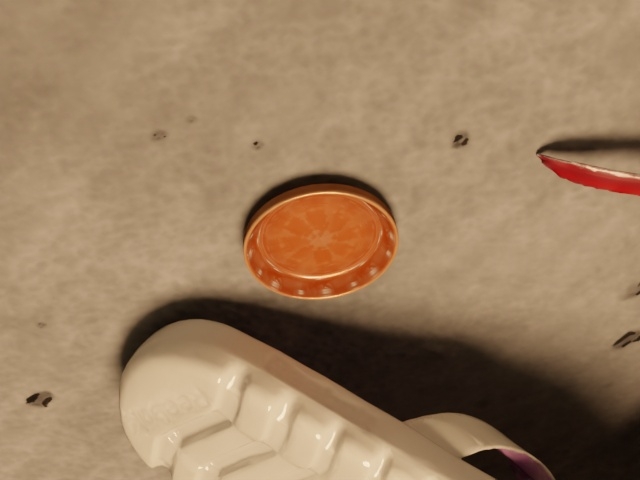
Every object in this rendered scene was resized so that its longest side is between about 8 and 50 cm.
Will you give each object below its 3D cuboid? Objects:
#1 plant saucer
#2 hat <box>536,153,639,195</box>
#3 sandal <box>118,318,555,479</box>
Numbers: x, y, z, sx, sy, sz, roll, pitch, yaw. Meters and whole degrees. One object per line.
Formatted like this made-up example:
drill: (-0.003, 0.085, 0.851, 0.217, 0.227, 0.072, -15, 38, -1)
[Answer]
plant saucer: (0.000, 0.000, 0.602, 0.083, 0.013, 0.083, -3, 136, -3)
hat: (0.268, -0.030, 0.540, 0.208, 0.173, 0.183, -40, 107, -8)
sandal: (0.077, 0.163, 0.669, 0.416, 0.102, 0.169, 37, 133, -8)
